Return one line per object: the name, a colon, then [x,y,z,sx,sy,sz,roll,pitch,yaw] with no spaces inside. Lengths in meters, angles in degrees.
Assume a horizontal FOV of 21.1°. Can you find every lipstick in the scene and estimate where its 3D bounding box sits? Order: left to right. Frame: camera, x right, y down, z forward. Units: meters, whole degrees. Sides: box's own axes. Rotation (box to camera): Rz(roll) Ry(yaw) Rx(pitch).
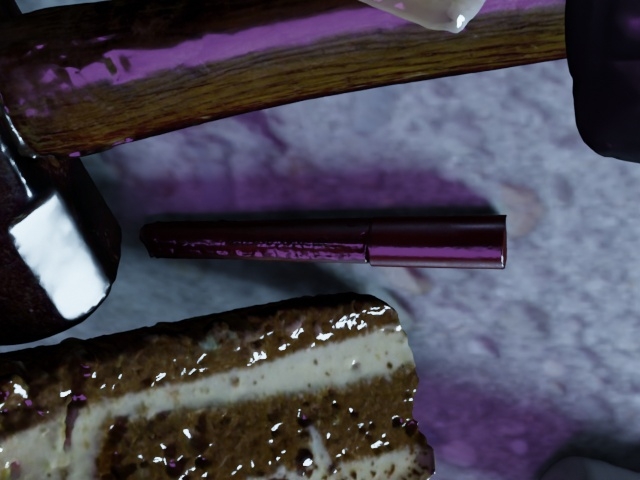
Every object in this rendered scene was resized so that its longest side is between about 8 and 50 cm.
lipstick: [0.000,0.000,0.812,0.176,0.027,0.027,1,138,10]

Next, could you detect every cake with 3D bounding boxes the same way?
cake: [-0.082,0.094,0.829,0.246,0.112,0.135,-13,-179,-36]

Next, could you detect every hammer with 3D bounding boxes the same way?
hammer: [-0.021,-0.079,0.682,0.408,0.095,0.242,-8,136,15]

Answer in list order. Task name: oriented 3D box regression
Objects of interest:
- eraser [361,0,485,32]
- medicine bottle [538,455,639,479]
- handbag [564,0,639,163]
eraser: [-0.083,-0.196,0.518,0.343,0.144,0.078,22,138,-16]
medicine bottle: [0.195,0.185,0.927,0.168,0.105,0.105,18,138,-10]
handbag: [0.218,-0.110,0.516,0.275,0.088,0.244,11,138,11]
